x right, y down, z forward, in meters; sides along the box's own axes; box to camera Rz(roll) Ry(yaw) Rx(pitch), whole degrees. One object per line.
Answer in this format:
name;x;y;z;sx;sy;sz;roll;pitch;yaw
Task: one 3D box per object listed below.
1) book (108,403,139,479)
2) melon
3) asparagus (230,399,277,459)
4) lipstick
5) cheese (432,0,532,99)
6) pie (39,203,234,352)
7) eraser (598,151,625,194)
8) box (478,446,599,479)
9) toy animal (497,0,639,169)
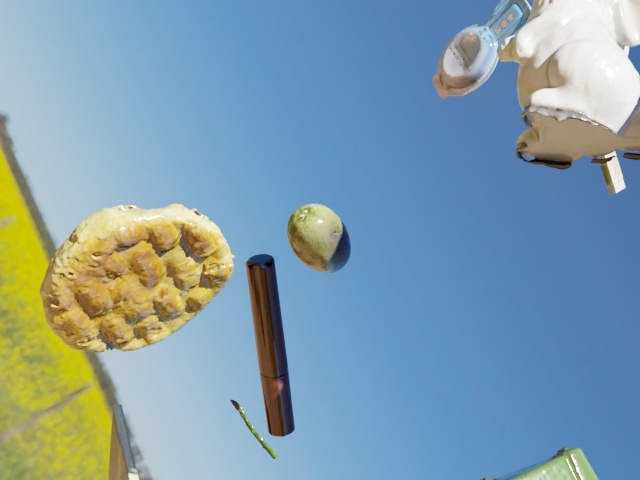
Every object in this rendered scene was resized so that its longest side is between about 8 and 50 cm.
book;-0.420;0.556;2.386;0.374;0.028;0.263;-127;-140;-62
melon;0.000;0.000;1.926;0.099;0.099;0.162;54;-1;40
asparagus;-0.139;0.389;2.310;0.016;0.016;0.163;-19;-70;47
lipstick;-0.091;0.196;2.053;0.057;0.057;0.357;-140;-140;-62
cheese;0.305;-0.366;2.116;0.052;0.244;0.135;16;40;-45
pie;-0.315;0.065;1.905;0.339;0.339;0.083;82;-18;-49
eraser;0.510;-0.126;1.960;0.019;0.038;0.083;-12;-79;44
box;0.265;0.425;1.601;0.328;0.252;0.178;-40;-112;57
toy animal;0.405;-0.297;1.714;0.194;0.257;0.357;105;-2;-69
